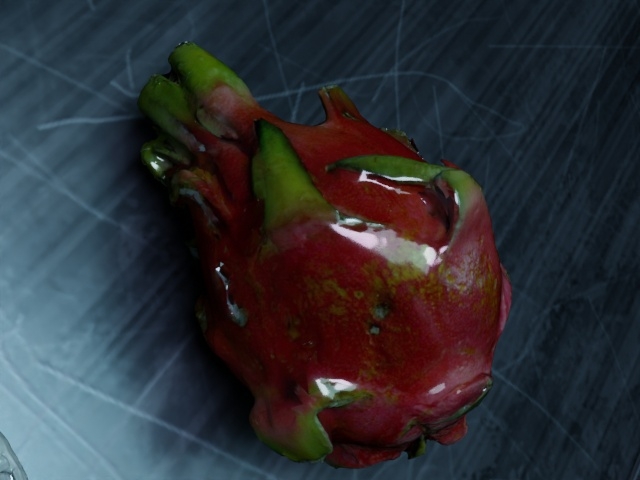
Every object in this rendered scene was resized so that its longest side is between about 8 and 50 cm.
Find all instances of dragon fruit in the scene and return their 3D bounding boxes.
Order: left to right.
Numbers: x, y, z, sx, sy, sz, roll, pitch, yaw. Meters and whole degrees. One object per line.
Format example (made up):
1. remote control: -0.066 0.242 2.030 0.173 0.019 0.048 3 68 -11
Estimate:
1. dragon fruit: -0.005 0.011 0.570 0.269 0.200 0.198 36 55 29

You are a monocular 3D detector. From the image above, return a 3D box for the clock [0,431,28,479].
1. clock: -0.236 0.159 0.424 0.236 0.053 0.236 10 71 -31
